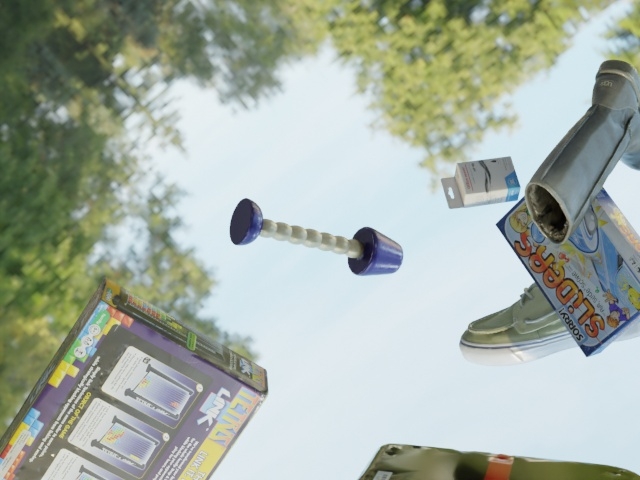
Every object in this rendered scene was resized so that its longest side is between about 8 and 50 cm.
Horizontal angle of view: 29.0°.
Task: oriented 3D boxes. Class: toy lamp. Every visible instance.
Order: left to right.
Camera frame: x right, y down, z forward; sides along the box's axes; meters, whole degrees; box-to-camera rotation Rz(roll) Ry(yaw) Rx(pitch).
[{"bbox_3d":[0.000,0.000,1.839,0.080,0.274,0.080,-35,-133,50],"label":"toy lamp"}]

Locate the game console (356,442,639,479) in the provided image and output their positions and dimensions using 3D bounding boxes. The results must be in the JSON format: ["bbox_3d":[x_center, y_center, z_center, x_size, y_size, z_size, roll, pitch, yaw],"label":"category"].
[{"bbox_3d":[0.199,0.309,1.370,0.341,0.060,0.386,3,-175,12],"label":"game console"}]

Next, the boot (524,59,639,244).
[{"bbox_3d":[0.320,-0.079,1.424,0.076,0.190,0.209,2,-126,40],"label":"boot"}]

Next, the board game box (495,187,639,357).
[{"bbox_3d":[0.311,0.018,1.466,0.035,0.201,0.136,-10,150,-45],"label":"board game box"}]

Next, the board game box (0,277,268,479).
[{"bbox_3d":[-0.141,0.134,0.901,0.170,0.141,0.048,-55,-165,13],"label":"board game box"}]

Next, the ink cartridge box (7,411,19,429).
[{"bbox_3d":[-0.339,0.304,1.488,0.255,0.097,0.189,-167,-90,-80],"label":"ink cartridge box"}]

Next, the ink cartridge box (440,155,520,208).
[{"bbox_3d":[0.187,-0.067,1.445,0.083,0.028,0.048,-8,-123,-6],"label":"ink cartridge box"}]

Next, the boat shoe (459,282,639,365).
[{"bbox_3d":[0.320,0.096,1.692,0.302,0.094,0.109,-17,-164,31],"label":"boat shoe"}]
